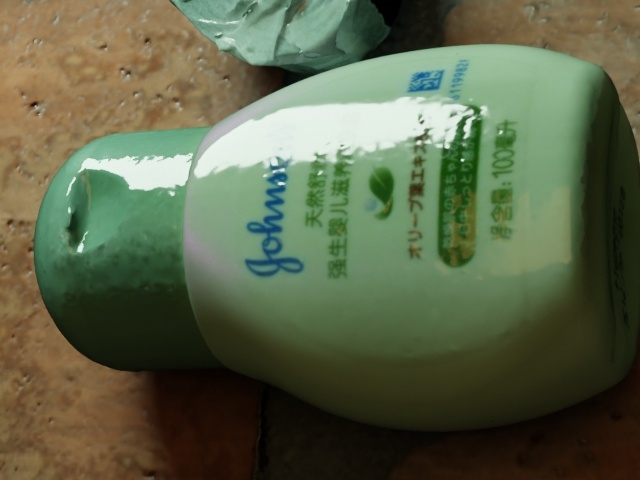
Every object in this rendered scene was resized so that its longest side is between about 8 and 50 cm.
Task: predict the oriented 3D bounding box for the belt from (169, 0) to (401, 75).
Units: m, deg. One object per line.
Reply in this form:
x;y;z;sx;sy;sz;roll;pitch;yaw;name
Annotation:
-0.030;-0.193;1.006;0.151;0.078;0.198;-38;70;21;belt

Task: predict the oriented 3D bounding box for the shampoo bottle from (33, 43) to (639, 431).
0.000;0.000;0.895;0.350;0.151;0.221;-3;69;22;shampoo bottle
